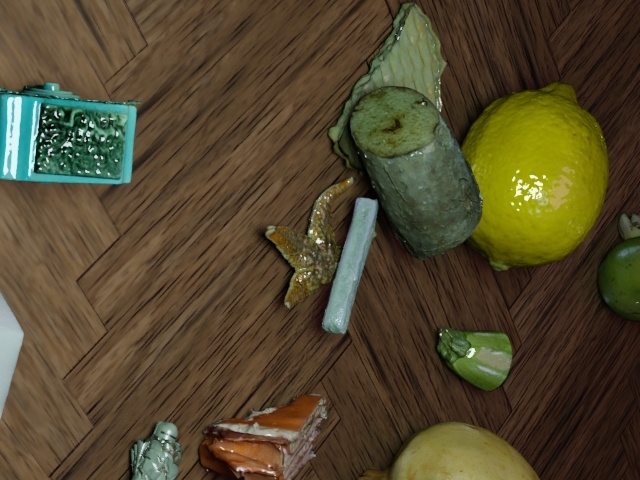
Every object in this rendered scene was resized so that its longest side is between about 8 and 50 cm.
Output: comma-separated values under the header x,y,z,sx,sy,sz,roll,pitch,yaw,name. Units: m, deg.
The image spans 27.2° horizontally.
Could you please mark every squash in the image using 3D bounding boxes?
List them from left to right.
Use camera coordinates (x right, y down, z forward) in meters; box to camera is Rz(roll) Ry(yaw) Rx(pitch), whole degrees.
x,y,z,sx,sy,sz,roll,pitch,yaw,name
0.230,0.182,2.133,0.132,0.105,0.105,17,84,-33,squash

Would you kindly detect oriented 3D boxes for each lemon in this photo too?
x,y,z,sx,sy,sz,roll,pitch,yaw,name
0.326,-0.100,2.059,0.245,0.245,0.320,34,73,-46,lemon

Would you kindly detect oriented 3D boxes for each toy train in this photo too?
x,y,z,sx,sy,sz,roll,pitch,yaw,name
-0.298,-0.111,1.411,0.203,0.163,0.112,-4,102,-48,toy train

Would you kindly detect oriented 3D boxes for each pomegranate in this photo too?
x,y,z,sx,sy,sz,roll,pitch,yaw,name
0.219,0.421,2.000,0.307,0.307,0.307,-11,105,-47,pomegranate
0.594,0.054,2.471,0.179,0.210,0.179,-28,147,-20,pomegranate

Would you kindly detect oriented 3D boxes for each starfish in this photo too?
x,y,z,sx,sy,sz,roll,pitch,yaw,name
-0.002,-0.002,1.857,0.247,0.050,0.138,-37,126,-52,starfish

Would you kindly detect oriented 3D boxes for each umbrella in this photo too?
x,y,z,sx,sy,sz,roll,pitch,yaw,name
-0.216,0.296,1.663,0.067,0.062,0.143,25,77,-17,umbrella

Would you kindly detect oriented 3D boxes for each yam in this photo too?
x,y,z,sx,sy,sz,roll,pitch,yaw,name
0.143,-0.089,1.876,0.154,0.154,0.254,-55,140,-26,yam

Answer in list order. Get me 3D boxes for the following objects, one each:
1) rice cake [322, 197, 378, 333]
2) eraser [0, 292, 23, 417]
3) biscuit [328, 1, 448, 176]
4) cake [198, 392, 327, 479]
x,y,z,sx,sy,sz,roll,pitch,yaw,name
0.043,0.033,1.859,0.033,0.033,0.208,56,47,-62,rice cake
-0.484,0.111,1.301,0.397,0.082,0.213,22,81,-48,eraser
0.112,-0.197,1.956,0.187,0.036,0.273,52,59,-40,biscuit
-0.066,0.271,1.814,0.287,0.135,0.098,-8,98,-68,cake
